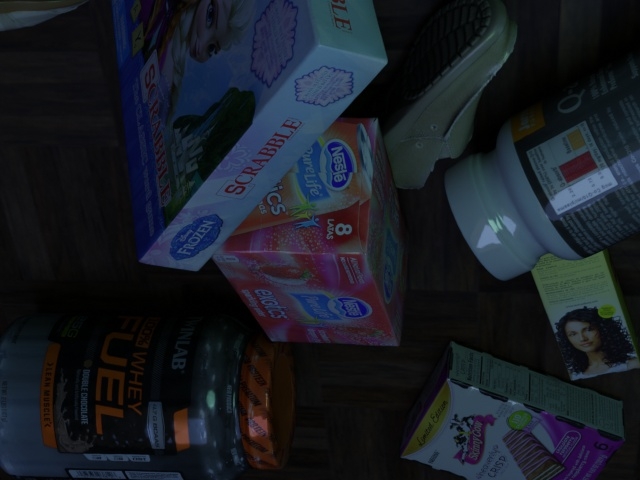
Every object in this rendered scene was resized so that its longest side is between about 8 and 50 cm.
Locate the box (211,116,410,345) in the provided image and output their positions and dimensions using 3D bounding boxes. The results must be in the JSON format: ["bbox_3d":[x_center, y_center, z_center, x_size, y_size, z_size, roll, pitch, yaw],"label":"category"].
[{"bbox_3d":[0.000,0.000,1.238,0.154,0.142,0.300,1,160,10],"label":"box"}]

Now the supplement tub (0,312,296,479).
[{"bbox_3d":[-0.208,0.189,1.466,0.337,0.207,0.207,-1,127,10],"label":"supplement tub"}]

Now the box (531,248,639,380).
[{"bbox_3d":[0.290,0.051,1.365,0.087,0.058,0.232,-15,123,20],"label":"box"}]

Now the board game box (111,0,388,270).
[{"bbox_3d":[-0.081,-0.188,1.051,0.065,0.319,0.318,9,144,-31],"label":"board game box"}]

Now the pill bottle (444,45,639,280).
[{"bbox_3d":[0.272,-0.077,1.190,0.278,0.162,0.162,-28,118,23],"label":"pill bottle"}]

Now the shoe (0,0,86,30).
[{"bbox_3d":[-0.307,-0.245,1.191,0.077,0.219,0.058,70,157,4],"label":"shoe"}]

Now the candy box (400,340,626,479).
[{"bbox_3d":[0.235,0.234,1.508,0.233,0.071,0.159,19,129,-5],"label":"candy box"}]

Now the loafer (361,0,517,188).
[{"bbox_3d":[0.121,-0.142,1.223,0.092,0.102,0.268,19,143,-20],"label":"loafer"}]
